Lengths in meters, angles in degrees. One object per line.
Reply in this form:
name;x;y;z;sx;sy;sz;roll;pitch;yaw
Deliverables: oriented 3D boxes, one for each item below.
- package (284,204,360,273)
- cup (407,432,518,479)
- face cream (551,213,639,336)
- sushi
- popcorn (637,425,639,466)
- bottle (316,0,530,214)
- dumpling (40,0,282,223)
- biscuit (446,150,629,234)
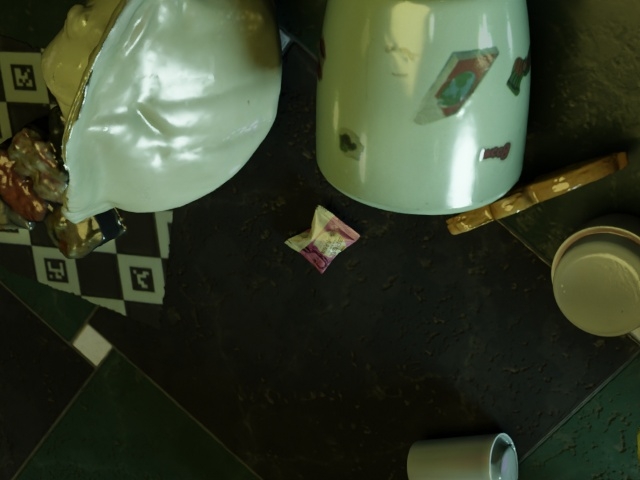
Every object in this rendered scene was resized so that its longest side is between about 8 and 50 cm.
package;0.000;0.000;1.646;0.059;0.029;0.083;39;134;-4
cup;0.170;0.267;1.672;0.116;0.074;0.104;-7;138;31
face cream;0.295;0.033;1.478;0.117;0.104;0.117;9;116;20
sushi;-0.336;-0.068;1.747;0.339;0.069;0.320;20;120;16
popcorn;0.442;0.211;1.414;0.258;0.224;0.270;6;146;39
bottle;0.096;-0.224;1.376;0.229;0.229;0.352;12;125;20
dumpling;-0.164;-0.169;1.475;0.233;0.315;0.395;28;117;4
biscuit;0.212;-0.049;1.462;0.184;0.133;0.027;-22;89;32
